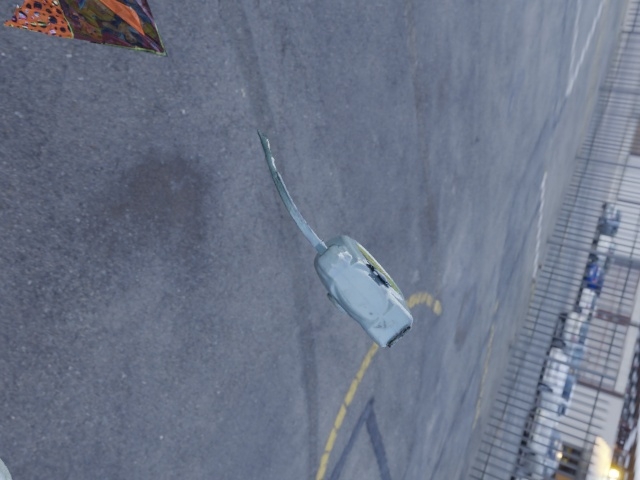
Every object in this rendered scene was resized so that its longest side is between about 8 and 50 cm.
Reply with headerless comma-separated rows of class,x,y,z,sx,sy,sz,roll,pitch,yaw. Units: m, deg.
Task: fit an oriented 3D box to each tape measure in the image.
tape measure,-0.001,0.001,0.813,0.084,0.330,0.164,-41,176,1

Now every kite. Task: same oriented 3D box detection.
kite,-0.181,-0.196,0.496,0.125,0.222,0.008,37,55,-29

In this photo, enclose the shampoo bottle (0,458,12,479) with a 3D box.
shampoo bottle,-0.811,0.537,1.168,0.317,0.322,0.323,-48,143,-41
